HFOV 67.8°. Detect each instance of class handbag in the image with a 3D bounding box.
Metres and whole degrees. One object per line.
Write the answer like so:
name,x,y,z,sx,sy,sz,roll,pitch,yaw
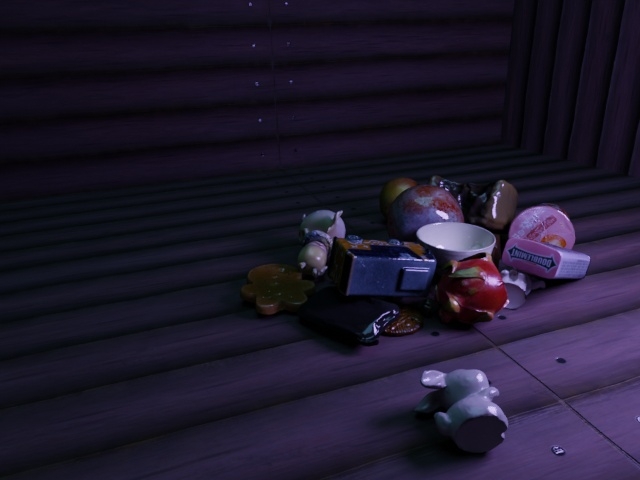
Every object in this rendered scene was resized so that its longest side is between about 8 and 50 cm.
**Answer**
handbag,0.090,0.236,1.522,0.332,0.075,0.191,14,36,42

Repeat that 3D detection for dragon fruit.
dragon fruit,0.475,0.160,1.518,0.227,0.224,0.224,-12,20,12

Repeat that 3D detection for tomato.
tomato,0.430,-0.074,1.968,0.316,0.317,0.282,2,15,10

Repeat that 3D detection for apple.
apple,0.407,-0.192,2.362,0.261,0.261,0.194,13,43,33

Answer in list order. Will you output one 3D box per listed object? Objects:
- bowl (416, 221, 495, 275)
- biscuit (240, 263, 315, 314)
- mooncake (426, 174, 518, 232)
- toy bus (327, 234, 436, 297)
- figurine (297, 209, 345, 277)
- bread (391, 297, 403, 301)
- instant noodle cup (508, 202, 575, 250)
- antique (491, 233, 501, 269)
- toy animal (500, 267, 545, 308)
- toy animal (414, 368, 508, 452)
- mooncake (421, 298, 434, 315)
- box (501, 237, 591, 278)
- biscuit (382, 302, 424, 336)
bowl,0.480,0.042,1.721,0.277,0.145,0.277,-2,24,1
biscuit,-0.161,0.176,1.754,0.275,0.052,0.355,-5,21,-15
mooncake,0.666,-0.152,2.116,0.393,0.246,0.394,13,-3,0
toy bus,0.205,0.089,1.579,0.323,0.162,0.194,4,19,-17
figurine,0.000,0.000,1.933,0.226,0.274,0.394,30,34,-4
bread,0.273,0.173,1.701,0.066,0.060,0.110,23,24,-12
instant noodle cup,0.919,-0.040,1.965,0.243,0.243,0.231,10,17,28
antique,0.631,0.062,1.876,0.143,0.121,0.257,0,27,31
toy animal,0.697,0.141,1.661,0.104,0.131,0.221,-11,9,43
toy animal,0.323,0.384,1.095,0.178,0.127,0.193,-9,25,-10
mooncake,0.367,0.159,1.720,0.057,0.150,0.347,26,5,-9
box,0.810,0.065,1.690,0.190,0.112,0.369,25,14,40
biscuit,0.243,0.252,1.556,0.188,0.027,0.188,-3,21,1
